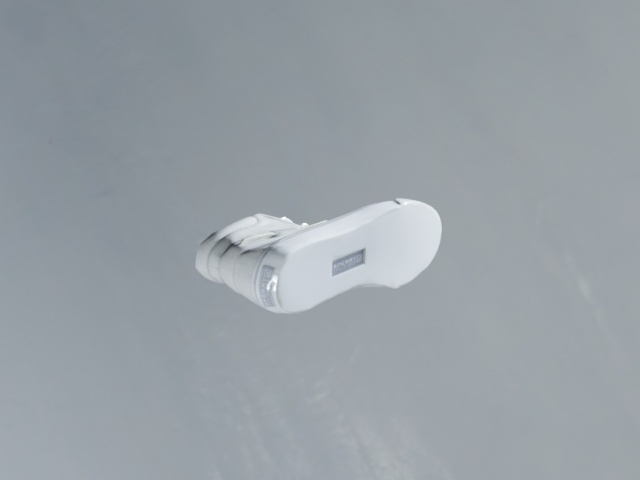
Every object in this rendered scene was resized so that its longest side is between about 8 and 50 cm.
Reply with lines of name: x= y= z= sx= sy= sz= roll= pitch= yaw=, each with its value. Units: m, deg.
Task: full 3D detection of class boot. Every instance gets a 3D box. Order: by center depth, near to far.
boot: x=0.000 y=0.000 z=1.166 sx=0.258 sy=0.123 sz=0.095 roll=-12 pitch=115 yaw=-46
